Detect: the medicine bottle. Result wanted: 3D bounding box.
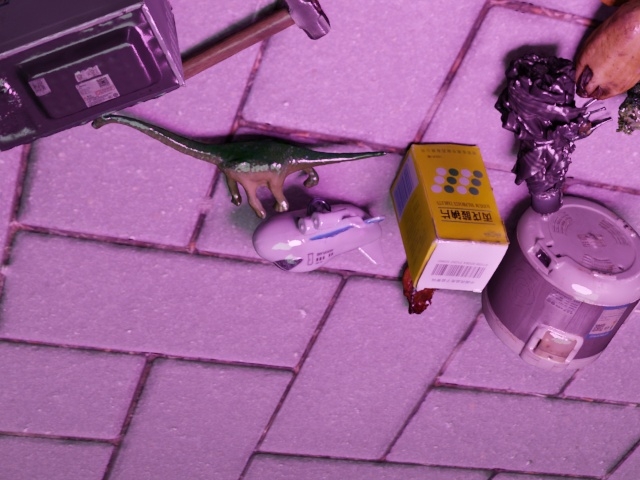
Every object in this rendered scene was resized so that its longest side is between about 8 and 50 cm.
[{"bbox_3d":[0.223,-0.042,1.925,0.137,0.250,0.141,5,138,-17],"label":"medicine bottle"}]

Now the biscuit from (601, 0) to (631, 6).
[{"bbox_3d":[0.574,-0.445,1.705,0.301,0.049,0.197,-14,138,4],"label":"biscuit"}]

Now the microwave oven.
[{"bbox_3d":[-0.366,-0.284,1.571,0.295,0.237,0.181,-19,138,4],"label":"microwave oven"}]

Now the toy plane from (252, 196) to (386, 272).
[{"bbox_3d":[-0.002,-0.005,1.995,0.266,0.123,0.267,-11,168,-2],"label":"toy plane"}]

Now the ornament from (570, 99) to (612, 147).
[{"bbox_3d":[0.464,-0.203,1.960,0.125,0.028,0.073,-31,134,19],"label":"ornament"}]

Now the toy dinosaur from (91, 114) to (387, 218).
[{"bbox_3d":[-0.130,-0.172,1.854,0.447,0.087,0.301,-18,131,6],"label":"toy dinosaur"}]

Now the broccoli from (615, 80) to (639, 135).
[{"bbox_3d":[0.642,-0.229,1.806,0.269,0.261,0.242,-30,121,-26],"label":"broccoli"}]

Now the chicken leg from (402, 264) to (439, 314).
[{"bbox_3d":[0.203,0.080,2.200,0.093,0.053,0.205,-28,147,-14],"label":"chicken leg"}]

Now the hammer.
[{"bbox_3d":[-0.166,-0.302,1.730,0.365,0.043,0.111,-24,136,17],"label":"hammer"}]

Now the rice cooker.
[{"bbox_3d":[0.469,0.089,2.087,0.288,0.288,0.277,6,133,-16],"label":"rice cooker"}]

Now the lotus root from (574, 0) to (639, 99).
[{"bbox_3d":[0.497,-0.314,1.766,0.110,0.097,0.258,28,155,-4],"label":"lotus root"}]

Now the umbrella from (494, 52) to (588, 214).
[{"bbox_3d":[0.373,-0.175,1.896,0.154,0.128,0.337,25,145,18],"label":"umbrella"}]
